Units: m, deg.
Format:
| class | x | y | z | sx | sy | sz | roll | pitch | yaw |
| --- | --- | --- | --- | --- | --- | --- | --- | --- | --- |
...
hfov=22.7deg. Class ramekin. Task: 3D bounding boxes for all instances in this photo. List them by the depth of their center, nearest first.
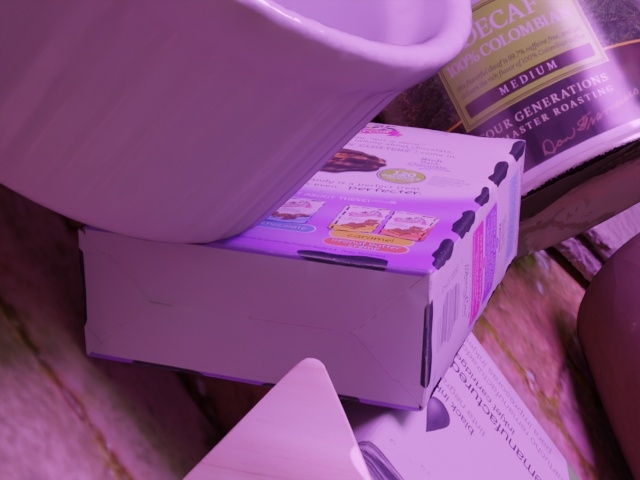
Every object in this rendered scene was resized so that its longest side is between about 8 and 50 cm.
| class | x | y | z | sx | sy | sz | roll | pitch | yaw |
| --- | --- | --- | --- | --- | --- | --- | --- | --- | --- |
| ramekin | -0.082 | -0.128 | 0.675 | 0.277 | 0.135 | 0.277 | 31 | 29 | -20 |

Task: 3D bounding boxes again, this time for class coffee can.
| class | x | y | z | sx | sy | sz | roll | pitch | yaw |
| --- | --- | --- | --- | --- | --- | --- | --- | --- | --- |
| coffee can | 0.120 | -0.146 | 1.086 | 0.201 | 0.201 | 0.275 | -1 | 62 | -58 |

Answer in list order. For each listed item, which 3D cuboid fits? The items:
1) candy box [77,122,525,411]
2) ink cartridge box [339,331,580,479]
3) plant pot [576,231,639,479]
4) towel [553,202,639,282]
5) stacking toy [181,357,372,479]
| class | x | y | z | sx | sy | sz | roll | pitch | yaw |
| --- | --- | --- | --- | --- | --- | --- | --- | --- | --- |
| candy box | 0.000 | 0.000 | 0.781 | 0.196 | 0.165 | 0.070 | -47 | 141 | -62 |
| ink cartridge box | 0.041 | 0.184 | 0.708 | 0.198 | 0.115 | 0.273 | 54 | 28 | -5 |
| plant pot | 0.294 | 0.104 | 1.100 | 0.263 | 0.263 | 0.229 | 24 | 23 | -45 |
| towel | 0.260 | 0.001 | 1.322 | 0.282 | 0.049 | 0.187 | 44 | 32 | -24 |
| stacking toy | -0.010 | 0.218 | 0.512 | 0.279 | 0.309 | 0.130 | 44 | -23 | 29 |
